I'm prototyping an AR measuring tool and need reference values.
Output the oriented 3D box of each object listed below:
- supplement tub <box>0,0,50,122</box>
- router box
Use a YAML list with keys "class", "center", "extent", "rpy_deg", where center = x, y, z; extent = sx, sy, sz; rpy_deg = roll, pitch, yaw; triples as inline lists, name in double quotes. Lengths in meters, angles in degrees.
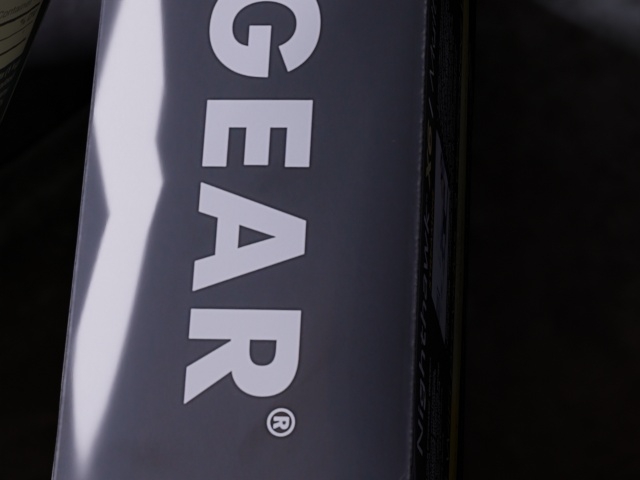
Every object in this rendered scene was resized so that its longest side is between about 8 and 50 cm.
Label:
- class: "supplement tub"
  center: [-0.175, -0.095, 0.503]
  extent: [0.191, 0.272, 0.191]
  rpy_deg: [20, 35, -15]
- class: "router box"
  center: [0.000, 0.000, 0.482]
  extent: [0.081, 0.243, 0.309]
  rpy_deg: [1, 70, 7]
